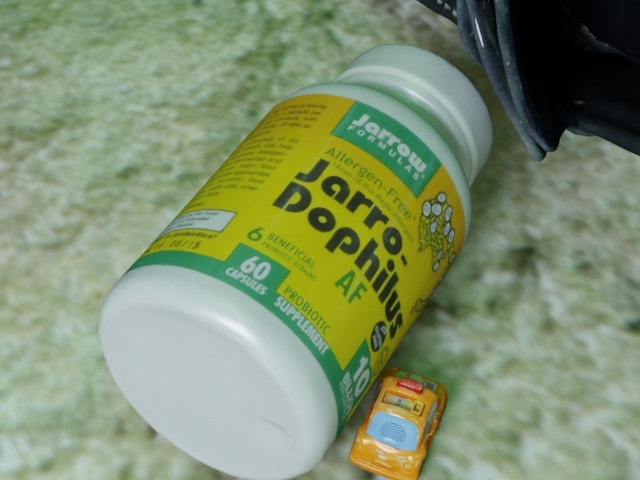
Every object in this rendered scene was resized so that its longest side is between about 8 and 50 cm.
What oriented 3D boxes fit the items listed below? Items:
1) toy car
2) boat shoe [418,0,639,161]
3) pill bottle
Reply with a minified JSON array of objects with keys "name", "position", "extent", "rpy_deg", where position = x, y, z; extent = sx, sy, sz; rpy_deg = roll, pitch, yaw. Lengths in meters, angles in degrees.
[{"name":"toy car","position":[0.068,0.098,0.603],"extent":[0.122,0.040,0.060],"rpy_deg":[33,53,21]},{"name":"boat shoe","position":[0.129,-0.134,0.622],"extent":[0.156,0.187,0.500],"rpy_deg":[-25,31,-19]},{"name":"pill bottle","position":[0.000,0.000,0.630],"extent":[0.117,0.117,0.208],"rpy_deg":[26,51,16]}]
